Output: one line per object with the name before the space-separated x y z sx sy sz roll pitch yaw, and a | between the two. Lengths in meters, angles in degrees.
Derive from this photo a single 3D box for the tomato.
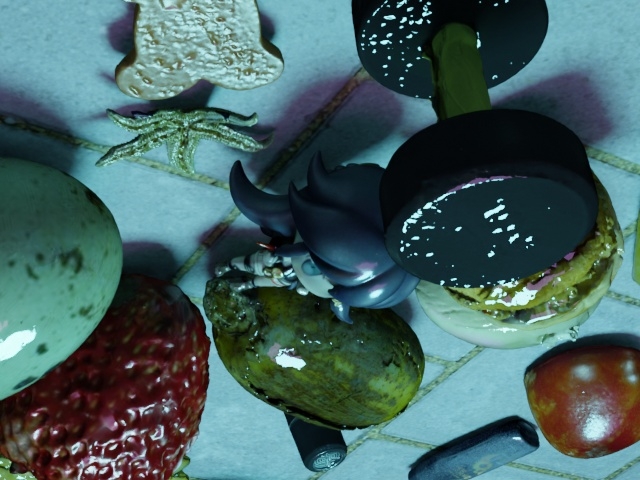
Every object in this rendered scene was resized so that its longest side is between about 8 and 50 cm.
tomato | 0.420 0.262 2.218 0.200 0.139 0.233 -16 145 24

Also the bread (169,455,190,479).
bread | -0.274 0.372 2.346 0.149 0.065 0.188 11 140 -40

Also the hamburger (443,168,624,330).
hamburger | 0.232 -0.019 1.717 0.244 0.244 0.163 -22 160 21

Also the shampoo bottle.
shampoo bottle | 0.249 0.362 2.414 0.234 0.049 0.087 -28 138 29

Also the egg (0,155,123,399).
egg | -0.410 0.047 1.652 0.379 0.287 0.287 -20 145 -4

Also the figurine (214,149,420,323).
figurine | 0.005 -0.004 1.694 0.265 0.197 0.175 18 -175 35

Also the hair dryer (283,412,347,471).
hair dryer | 0.056 0.250 2.184 0.219 0.124 0.071 -27 146 1

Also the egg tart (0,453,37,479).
egg tart | -0.538 0.376 2.246 0.341 0.129 0.341 -3 147 -2

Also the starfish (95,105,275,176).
starfish | -0.153 -0.113 1.662 0.208 0.053 0.176 -2 154 -8

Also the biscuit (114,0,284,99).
biscuit | -0.119 -0.264 1.451 0.205 0.049 0.324 -5 146 -3

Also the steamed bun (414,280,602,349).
steamed bun | 0.248 0.073 1.870 0.239 0.152 0.170 -17 169 17

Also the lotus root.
lotus root | -0.006 0.138 1.950 0.196 0.179 0.397 -42 138 18

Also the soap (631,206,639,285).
soap | 0.554 -0.013 1.828 0.293 0.156 0.335 -10 145 1

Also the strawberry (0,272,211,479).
strawberry | -0.293 0.203 1.906 0.292 0.291 0.310 3 151 -13

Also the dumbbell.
dumbbell | 0.145 -0.135 1.436 0.204 0.322 0.204 -5 145 -3
